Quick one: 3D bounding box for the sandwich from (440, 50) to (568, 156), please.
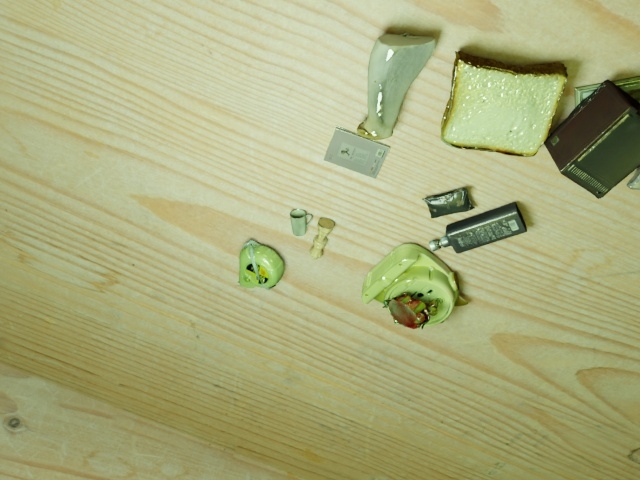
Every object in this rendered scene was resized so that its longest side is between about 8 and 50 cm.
[{"bbox_3d":[0.496,-0.370,1.585,0.301,0.099,0.271,8,133,2],"label":"sandwich"}]

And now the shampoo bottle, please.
[{"bbox_3d":[0.502,-0.026,1.866,0.310,0.071,0.098,-21,122,25],"label":"shampoo bottle"}]

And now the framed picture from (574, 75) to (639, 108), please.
[{"bbox_3d":[0.849,-0.347,1.579,0.275,0.017,0.217,-9,125,18],"label":"framed picture"}]

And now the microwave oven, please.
[{"bbox_3d":[0.759,-0.271,1.531,0.178,0.188,0.247,28,124,-18],"label":"microwave oven"}]

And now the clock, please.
[{"bbox_3d":[0.348,0.186,2.035,0.348,0.117,0.286,32,127,-13],"label":"clock"}]

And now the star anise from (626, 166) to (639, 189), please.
[{"bbox_3d":[0.950,-0.221,1.482,0.332,0.332,0.117,-37,80,33],"label":"star anise"}]

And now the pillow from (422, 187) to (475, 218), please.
[{"bbox_3d":[0.410,-0.119,1.829,0.150,0.048,0.090,-13,115,26],"label":"pillow"}]

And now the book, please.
[{"bbox_3d":[0.111,-0.273,1.792,0.182,0.014,0.127,19,129,-4],"label":"book"}]

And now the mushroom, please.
[{"bbox_3d":[0.197,-0.419,1.594,0.159,0.122,0.328,20,130,8],"label":"mushroom"}]

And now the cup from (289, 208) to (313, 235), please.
[{"bbox_3d":[-0.068,-0.065,1.978,0.054,0.075,0.083,32,142,35],"label":"cup"}]

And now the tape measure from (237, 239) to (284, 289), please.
[{"bbox_3d":[-0.218,0.094,2.093,0.175,0.106,0.199,17,128,16],"label":"tape measure"}]

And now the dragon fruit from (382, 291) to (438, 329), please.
[{"bbox_3d":[0.313,0.242,1.945,0.175,0.142,0.138,-11,160,-17],"label":"dragon fruit"}]

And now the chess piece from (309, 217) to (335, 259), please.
[{"bbox_3d":[0.000,0.001,2.006,0.060,0.060,0.172,17,131,-2],"label":"chess piece"}]
